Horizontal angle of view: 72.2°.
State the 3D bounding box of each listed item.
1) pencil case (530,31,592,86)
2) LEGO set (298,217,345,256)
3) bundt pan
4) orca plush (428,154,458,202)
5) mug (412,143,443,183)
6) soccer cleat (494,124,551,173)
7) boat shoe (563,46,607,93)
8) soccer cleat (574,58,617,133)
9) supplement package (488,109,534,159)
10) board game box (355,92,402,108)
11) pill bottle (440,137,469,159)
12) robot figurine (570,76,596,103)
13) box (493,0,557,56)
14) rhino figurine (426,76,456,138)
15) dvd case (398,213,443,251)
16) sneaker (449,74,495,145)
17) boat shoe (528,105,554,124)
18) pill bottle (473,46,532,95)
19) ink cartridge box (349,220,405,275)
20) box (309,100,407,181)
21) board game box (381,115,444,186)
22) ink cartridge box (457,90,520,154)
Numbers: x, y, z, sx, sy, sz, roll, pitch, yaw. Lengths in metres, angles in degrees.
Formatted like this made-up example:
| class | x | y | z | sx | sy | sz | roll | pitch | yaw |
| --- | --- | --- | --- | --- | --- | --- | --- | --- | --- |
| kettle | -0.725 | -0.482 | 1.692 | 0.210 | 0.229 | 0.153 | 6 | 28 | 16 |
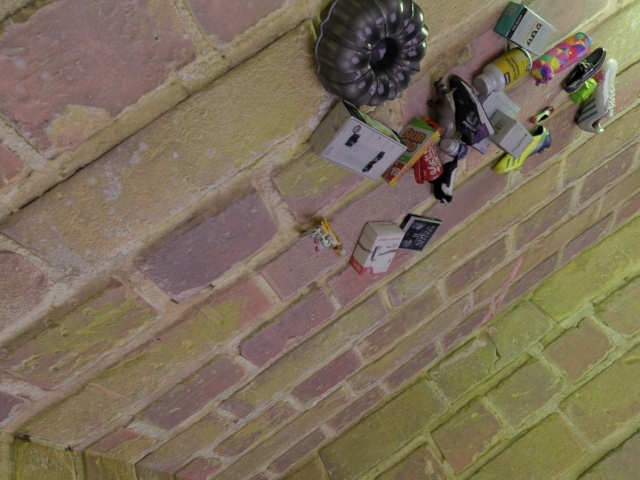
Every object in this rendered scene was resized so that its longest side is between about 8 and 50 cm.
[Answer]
| class | x | y | z | sx | sy | sz | roll | pitch | yaw |
| --- | --- | --- | --- | --- | --- | --- | --- | --- | --- |
| pencil case | 0.913 | -0.689 | 1.669 | 0.236 | 0.104 | 0.104 | -36 | 141 | -4 |
| LEGO set | 0.000 | 0.000 | 1.634 | 0.107 | 0.132 | 0.287 | -26 | 165 | 10 |
| bundt pan | 0.153 | -0.508 | 1.180 | 0.330 | 0.124 | 0.331 | -20 | 138 | -19 |
| orca plush | 0.479 | -0.232 | 1.762 | 0.102 | 0.151 | 0.287 | 1 | 170 | 8 |
| mug | 0.382 | -0.302 | 1.604 | 0.113 | 0.150 | 0.169 | -18 | 139 | 15 |
| soccer cleat | 0.885 | -0.402 | 1.951 | 0.289 | 0.093 | 0.121 | -34 | 110 | 1 |
| boat shoe | 1.086 | -0.704 | 1.804 | 0.065 | 0.075 | 0.206 | 8 | 127 | -45 |
| soccer cleat | 1.263 | -0.631 | 1.951 | 0.116 | 0.143 | 0.331 | -23 | 138 | -18 |
| supplement package | 0.733 | -0.411 | 1.716 | 0.179 | 0.105 | 0.105 | 15 | 118 | -44 |
| board game box | 0.179 | -0.530 | 1.308 | 0.165 | 0.042 | 0.243 | -21 | 138 | -20 |
| pill bottle | 0.520 | -0.359 | 1.708 | 0.120 | 0.067 | 0.067 | 11 | 120 | -43 |
| robot figurine | 1.138 | -0.651 | 1.897 | 0.115 | 0.067 | 0.101 | -50 | 149 | 13 |
| box | 0.707 | -0.722 | 1.509 | 0.244 | 0.060 | 0.100 | 3 | 126 | -39 |
| rhino figurine | 0.424 | -0.455 | 1.514 | 0.073 | 0.106 | 0.243 | -30 | 140 | -11 |
| dvd case | 0.431 | -0.031 | 1.985 | 0.238 | 0.029 | 0.179 | 7 | 124 | -40 |
| sneaker | 0.513 | -0.450 | 1.569 | 0.124 | 0.107 | 0.283 | -34 | 125 | 17 |
| boat shoe | 0.961 | -0.538 | 1.891 | 0.137 | 0.043 | 0.049 | -27 | 137 | -15 |
| pill bottle | 0.639 | -0.591 | 1.548 | 0.184 | 0.103 | 0.103 | -34 | 140 | -4 |
| ink cartridge box | 0.238 | 0.032 | 1.850 | 0.158 | 0.092 | 0.218 | -5 | 128 | -34 |
| box | 0.126 | -0.312 | 1.418 | 0.290 | 0.087 | 0.169 | 13 | 130 | -43 |
| board game box | 0.300 | -0.320 | 1.534 | 0.259 | 0.124 | 0.039 | -46 | 139 | 9 |
| ink cartridge box | 0.650 | -0.470 | 1.719 | 0.223 | 0.045 | 0.224 | 14 | 119 | -44 |
